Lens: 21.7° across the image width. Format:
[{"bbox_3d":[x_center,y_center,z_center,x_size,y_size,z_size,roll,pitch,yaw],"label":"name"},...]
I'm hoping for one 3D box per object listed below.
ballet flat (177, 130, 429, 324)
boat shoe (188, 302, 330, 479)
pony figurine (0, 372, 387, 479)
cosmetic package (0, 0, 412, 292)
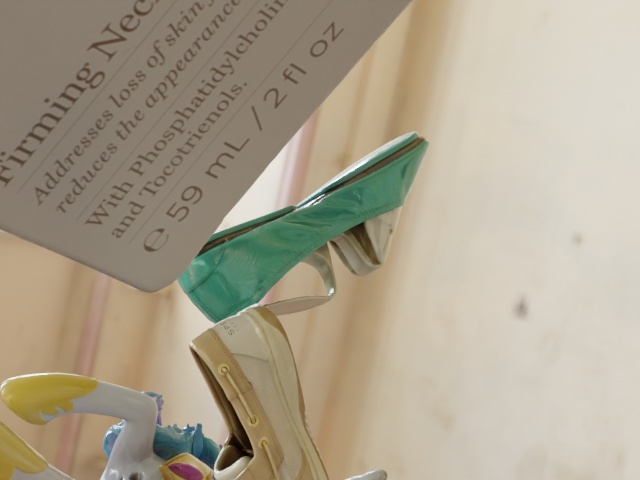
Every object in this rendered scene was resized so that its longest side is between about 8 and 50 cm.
[{"bbox_3d":[0.000,0.000,1.273,0.247,0.087,0.083,-29,2,-32],"label":"ballet flat"},{"bbox_3d":[-0.035,0.123,0.955,0.059,0.170,0.063,-19,10,-19],"label":"boat shoe"},{"bbox_3d":[-0.158,0.263,1.299,0.363,0.351,0.303,19,31,-25],"label":"pony figurine"},{"bbox_3d":[-0.190,-0.232,0.980,0.393,0.329,0.327,27,18,-49],"label":"cosmetic package"}]
